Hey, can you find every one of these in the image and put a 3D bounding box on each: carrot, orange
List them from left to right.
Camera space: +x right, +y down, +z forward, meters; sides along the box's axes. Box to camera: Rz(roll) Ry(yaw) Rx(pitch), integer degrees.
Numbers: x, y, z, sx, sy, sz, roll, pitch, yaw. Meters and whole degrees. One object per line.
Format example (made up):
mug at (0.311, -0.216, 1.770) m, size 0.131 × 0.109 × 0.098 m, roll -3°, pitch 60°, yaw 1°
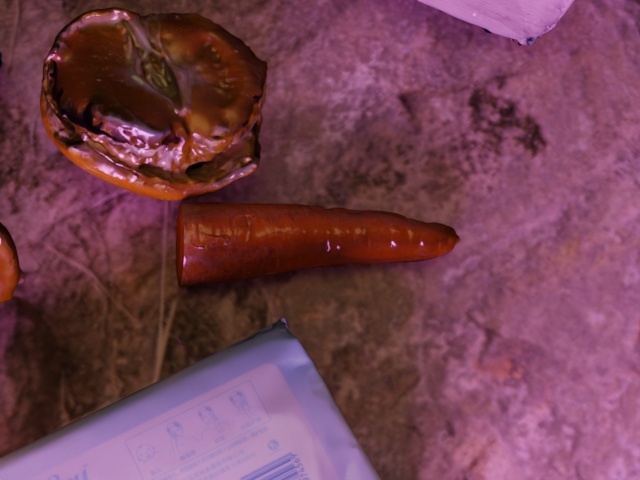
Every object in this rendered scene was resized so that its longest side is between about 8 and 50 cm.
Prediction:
orange at (-0.123, -0.095, 1.001) m, size 0.170 × 0.112 × 0.160 m, roll 41°, pitch 54°, yaw -5°
carrot at (0.000, 0.000, 0.993) m, size 0.210 × 0.061 × 0.061 m, roll -2°, pitch 64°, yaw -8°

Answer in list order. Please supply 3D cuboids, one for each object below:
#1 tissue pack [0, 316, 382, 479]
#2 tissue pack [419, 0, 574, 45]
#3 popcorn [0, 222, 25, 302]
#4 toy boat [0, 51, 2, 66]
tissue pack at (-0.096, 0.187, 0.877) m, size 0.263 × 0.089 × 0.177 m, roll -26°, pitch 66°, yaw -11°
tissue pack at (0.148, -0.406, 1.070) m, size 0.264 × 0.253 × 0.416 m, roll 25°, pitch 66°, yaw -3°
popcorn at (-0.330, 0.042, 0.867) m, size 0.270 × 0.224 × 0.258 m, roll -36°, pitch 76°, yaw -29°
toy boat at (-0.300, -0.146, 0.965) m, size 0.100 × 0.223 × 0.097 m, roll 26°, pitch 101°, yaw 12°
